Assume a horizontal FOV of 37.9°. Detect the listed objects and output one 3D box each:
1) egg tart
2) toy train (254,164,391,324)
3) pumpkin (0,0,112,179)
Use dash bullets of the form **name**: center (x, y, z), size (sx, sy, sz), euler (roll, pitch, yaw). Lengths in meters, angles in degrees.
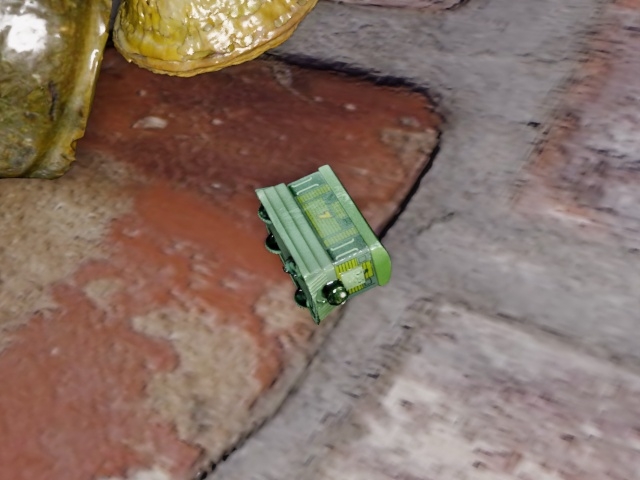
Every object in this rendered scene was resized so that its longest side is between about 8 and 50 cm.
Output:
- **egg tart**: center (-0.081, -0.204, 0.707), size (0.191, 0.074, 0.191), euler (-10, 51, 12)
- **toy train**: center (0.000, 0.000, 0.523), size (0.056, 0.038, 0.093), euler (-23, 46, -8)
- **pumpkin**: center (-0.281, -0.186, 0.639), size (0.232, 0.242, 0.325), euler (6, 43, -26)
